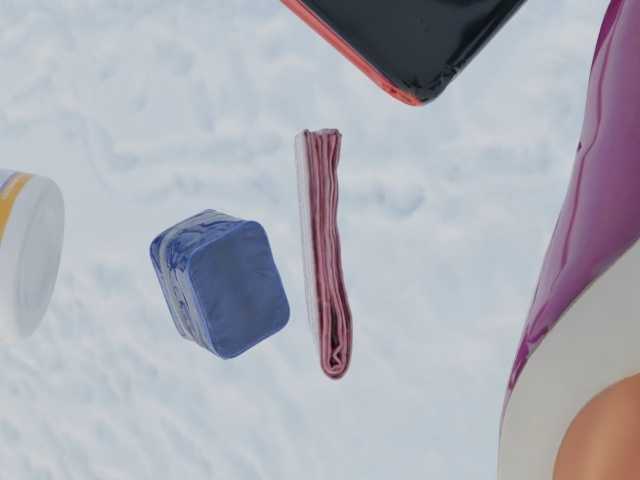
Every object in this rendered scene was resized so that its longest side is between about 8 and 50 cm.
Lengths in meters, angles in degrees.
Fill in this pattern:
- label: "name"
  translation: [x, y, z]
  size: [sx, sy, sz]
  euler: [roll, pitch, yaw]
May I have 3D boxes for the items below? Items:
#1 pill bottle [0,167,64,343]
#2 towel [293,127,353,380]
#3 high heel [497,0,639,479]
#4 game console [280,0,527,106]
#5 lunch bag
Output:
- label: "pill bottle"
  translation: [-0.376, -0.006, 0.911]
  size: [0.152, 0.272, 0.152]
  euler: [10, -90, -90]
- label: "towel"
  translation: [0.000, 0.000, 1.121]
  size: [0.329, 0.037, 0.237]
  euler: [-124, 30, -84]
- label: "high heel"
  translation: [0.145, -0.035, 0.360]
  size: [0.181, 0.127, 0.377]
  euler: [-67, -8, -66]
- label: "game console"
  translation: [0.065, -0.334, 0.867]
  size: [0.342, 0.386, 0.060]
  euler: [40, 155, 5]
- label: "lunch bag"
  translation: [-0.069, 0.031, 0.712]
  size: [0.065, 0.067, 0.098]
  euler: [19, 130, 53]
